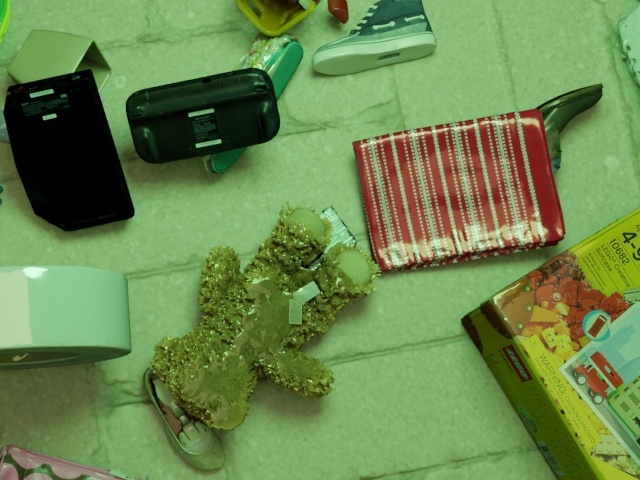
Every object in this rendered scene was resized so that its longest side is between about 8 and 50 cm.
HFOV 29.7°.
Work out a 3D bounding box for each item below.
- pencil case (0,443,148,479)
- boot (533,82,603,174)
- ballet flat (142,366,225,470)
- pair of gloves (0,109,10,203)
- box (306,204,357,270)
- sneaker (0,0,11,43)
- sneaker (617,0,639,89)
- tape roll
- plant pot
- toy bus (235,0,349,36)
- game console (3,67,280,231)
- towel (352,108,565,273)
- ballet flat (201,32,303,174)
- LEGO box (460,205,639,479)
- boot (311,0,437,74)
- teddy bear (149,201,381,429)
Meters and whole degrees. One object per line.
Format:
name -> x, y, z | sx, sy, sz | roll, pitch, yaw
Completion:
pencil case -> -0.333, 0.329, 1.583 | 0.209, 0.095, 0.098 | 14, 113, -5
boot -> 0.328, -0.142, 1.753 | 0.219, 0.082, 0.106 | -28, 93, 0
ballet flat -> -0.189, 0.243, 1.632 | 0.057, 0.052, 0.168 | -36, 85, -11
pair of gloves -> -0.505, -0.125, 1.686 | 0.159, 0.023, 0.198 | 18, 77, -2
box -> 0.000, 0.000, 1.715 | 0.083, 0.018, 0.067 | -35, 84, -11
sneaker -> -0.552, -0.266, 1.646 | 0.295, 0.123, 0.109 | -37, 46, -12
sneaker -> 0.500, -0.270, 1.788 | 0.129, 0.111, 0.297 | 6, 74, 11
tape roll -> -0.383, 0.103, 1.523 | 0.286, 0.286, 0.100 | -3, 81, -6
plant pot -> -0.369, -0.232, 1.682 | 0.096, 0.109, 0.109 | 26, 78, 10
toy bus -> -0.060, -0.382, 1.731 | 0.104, 0.202, 0.191 | -30, 74, 29
game console -> -0.233, -0.137, 1.623 | 0.361, 0.044, 0.213 | -11, 118, 2
towel -> 0.195, -0.069, 1.703 | 0.275, 0.031, 0.198 | -10, 92, 2
ballet flat -> -0.111, -0.199, 1.721 | 0.077, 0.091, 0.241 | 24, 71, 30
LEGO box -> 0.487, 0.212, 1.635 | 0.372, 0.193, 0.500 | -30, 84, -10
boot -> 0.070, -0.300, 1.761 | 0.190, 0.069, 0.086 | -11, 73, -16
teddy bear -> -0.072, 0.105, 1.645 | 0.245, 0.113, 0.338 | 27, 76, -8
